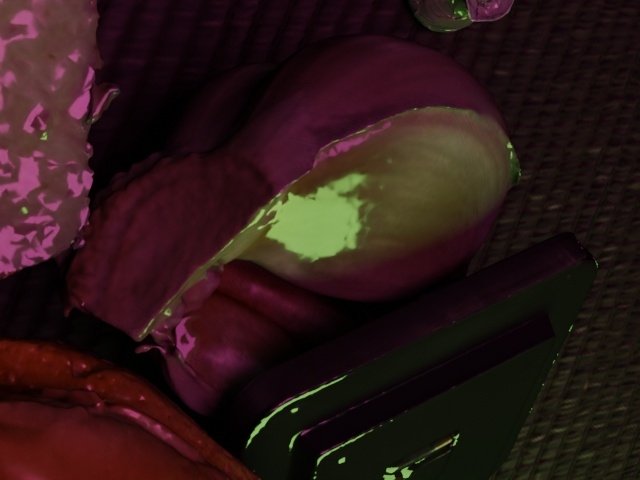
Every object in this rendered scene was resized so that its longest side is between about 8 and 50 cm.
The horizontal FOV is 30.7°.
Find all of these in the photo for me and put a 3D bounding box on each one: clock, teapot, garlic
[{"bbox_3d":[0.051,0.137,0.771,0.279,0.049,0.273,-22,146,-27],"label":"clock"},{"bbox_3d":[0.105,-0.188,0.827,0.064,0.064,0.083,29,83,-34],"label":"teapot"},{"bbox_3d":[0.000,0.000,0.702,0.292,0.210,0.237,7,86,-50],"label":"garlic"}]

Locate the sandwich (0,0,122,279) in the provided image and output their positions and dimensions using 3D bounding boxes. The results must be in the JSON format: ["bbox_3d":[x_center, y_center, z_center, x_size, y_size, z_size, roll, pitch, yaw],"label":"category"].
[{"bbox_3d":[-0.249,-0.107,0.577,0.325,0.131,0.262,43,74,-28],"label":"sandwich"}]

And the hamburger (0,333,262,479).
[{"bbox_3d":[-0.157,0.177,0.596,0.290,0.170,0.314,-27,124,20],"label":"hamburger"}]
